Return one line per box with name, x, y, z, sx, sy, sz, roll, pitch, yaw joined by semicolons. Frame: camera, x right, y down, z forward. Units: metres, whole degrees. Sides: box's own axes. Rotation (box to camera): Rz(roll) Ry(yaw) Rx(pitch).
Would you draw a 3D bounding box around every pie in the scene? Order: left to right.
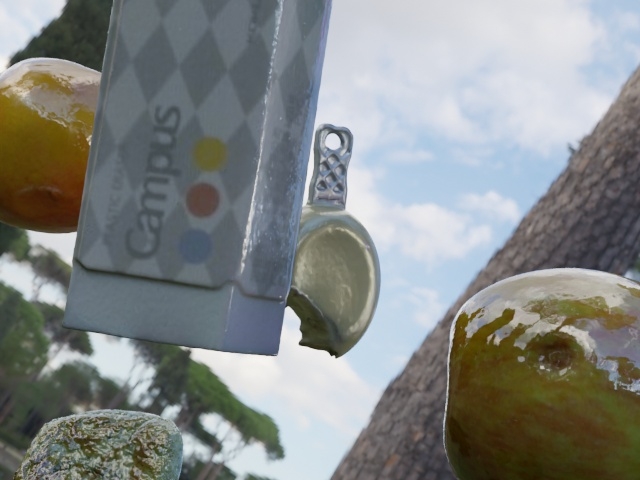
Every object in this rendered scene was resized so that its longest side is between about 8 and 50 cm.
pie;-0.299;0.310;1.293;0.240;0.240;0.054;20;-38;32

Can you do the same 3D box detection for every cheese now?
cheese;0.018;0.001;1.126;0.163;0.249;0.071;31;-14;-29

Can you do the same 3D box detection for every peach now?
peach;-0.409;-0.139;1.529;0.308;0.289;0.289;36;-20;-18

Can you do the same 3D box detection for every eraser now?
eraser;-0.121;-0.093;0.975;0.213;0.396;0.082;8;-5;12

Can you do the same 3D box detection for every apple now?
apple;0.227;0.152;0.903;0.264;0.264;0.264;29;-20;11
